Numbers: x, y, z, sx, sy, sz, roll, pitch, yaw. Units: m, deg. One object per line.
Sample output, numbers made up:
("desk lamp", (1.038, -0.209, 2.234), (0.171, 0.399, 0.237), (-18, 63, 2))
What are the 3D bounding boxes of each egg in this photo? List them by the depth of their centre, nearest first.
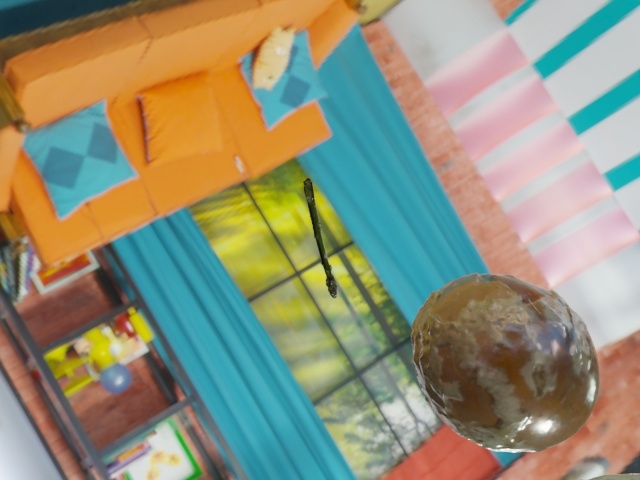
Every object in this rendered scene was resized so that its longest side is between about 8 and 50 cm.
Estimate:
("egg", (0.207, 0.135, 0.948), (0.195, 0.233, 0.195), (-51, -161, 25))

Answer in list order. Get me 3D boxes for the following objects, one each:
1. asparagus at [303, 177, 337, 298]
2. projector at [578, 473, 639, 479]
("asparagus", (0.000, 0.000, 1.009), (0.013, 0.166, 0.016), (-31, -145, -29))
("projector", (0.126, 0.279, 0.302), (0.248, 0.249, 0.248), (-25, -143, -32))
